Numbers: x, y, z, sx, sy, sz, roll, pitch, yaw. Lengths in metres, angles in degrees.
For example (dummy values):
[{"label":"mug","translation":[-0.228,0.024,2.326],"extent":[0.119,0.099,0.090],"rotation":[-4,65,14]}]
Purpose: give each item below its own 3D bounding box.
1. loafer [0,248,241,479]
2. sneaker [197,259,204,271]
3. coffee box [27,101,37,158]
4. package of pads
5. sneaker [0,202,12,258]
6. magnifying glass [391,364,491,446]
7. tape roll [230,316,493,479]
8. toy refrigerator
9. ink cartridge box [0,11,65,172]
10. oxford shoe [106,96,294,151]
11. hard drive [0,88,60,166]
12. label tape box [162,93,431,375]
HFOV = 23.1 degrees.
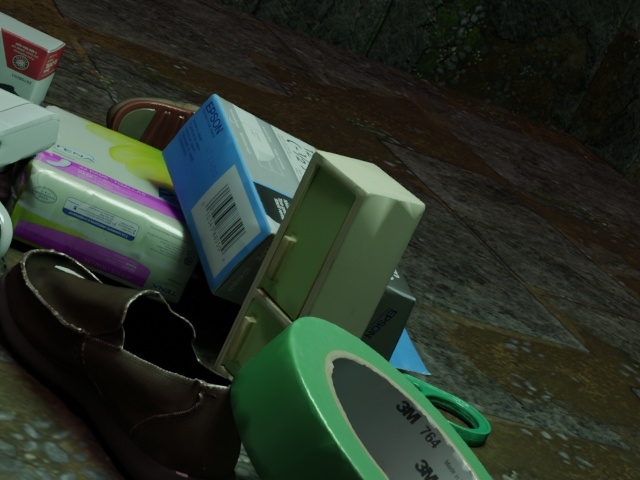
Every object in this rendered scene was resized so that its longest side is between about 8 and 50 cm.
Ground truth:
[{"label":"loafer","translation":[-0.175,0.098,1.472],"extent":[0.134,0.130,0.366],"rotation":[8,23,-47]},{"label":"sneaker","translation":[-0.087,0.042,1.908],"extent":[0.209,0.069,0.082],"rotation":[30,20,17]},{"label":"coffee box","translation":[-0.411,-0.110,1.776],"extent":[0.184,0.040,0.113],"rotation":[-12,20,-2]},{"label":"package of pads","translation":[-0.260,-0.050,1.880],"extent":[0.229,0.101,0.296],"rotation":[23,15,-12]},{"label":"sneaker","translation":[-0.466,-0.074,1.625],"extent":[0.296,0.104,0.147],"rotation":[36,13,19]},{"label":"magnifying glass","translation":[0.101,0.174,1.857],"extent":[0.231,0.026,0.092],"rotation":[34,18,22]},{"label":"tape roll","translation":[0.059,0.211,1.364],"extent":[0.321,0.077,0.321],"rotation":[45,14,-14]},{"label":"toy refrigerator","translation":[-0.007,0.051,1.624],"extent":[0.094,0.269,0.102],"rotation":[11,22,-40]},{"label":"ink cartridge box","translation":[-0.415,-0.191,1.961],"extent":[0.127,0.175,0.072],"rotation":[25,18,-1]},{"label":"oxford shoe","translation":[-0.152,-0.145,2.324],"extent":[0.348,0.123,0.130],"rotation":[20,11,-23]},{"label":"hard drive","translation":[-0.483,-0.152,1.629],"extent":[0.353,0.047,0.233],"rotation":[23,27,22]},{"label":"label tape box","translation":[0.000,0.000,1.848],"extent":[0.348,0.115,0.249],"rotation":[23,29,-38]}]
